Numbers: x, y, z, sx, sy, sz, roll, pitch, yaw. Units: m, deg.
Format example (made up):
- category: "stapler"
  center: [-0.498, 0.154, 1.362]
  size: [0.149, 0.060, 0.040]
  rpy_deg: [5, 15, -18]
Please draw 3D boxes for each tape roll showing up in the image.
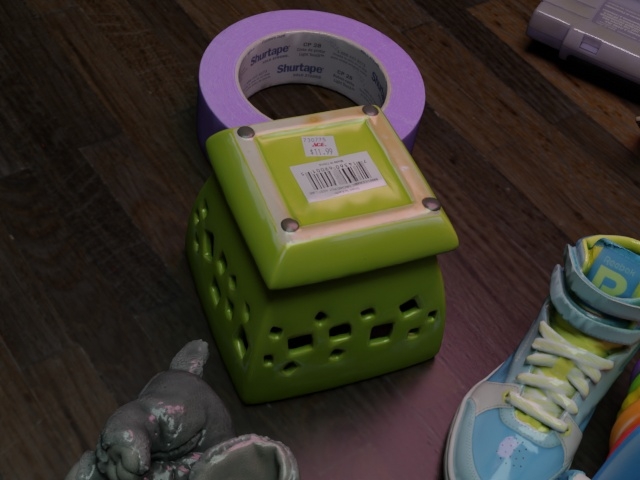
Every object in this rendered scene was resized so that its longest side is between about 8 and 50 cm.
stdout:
- category: "tape roll"
  center: [-0.014, -0.166, 1.212]
  size: [0.274, 0.090, 0.275]
  rpy_deg: [4, 50, -5]

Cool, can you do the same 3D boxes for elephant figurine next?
- category: "elephant figurine"
  center: [-0.086, 0.236, 0.838]
  size: [0.239, 0.186, 0.169]
  rpy_deg: [35, 9, 7]

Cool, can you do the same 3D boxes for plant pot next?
- category: "plant pot"
  center: [0.000, 0.000, 0.996]
  size: [0.228, 0.207, 0.227]
  rpy_deg: [-11, 52, -20]

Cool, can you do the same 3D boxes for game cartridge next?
- category: "game cartridge"
  center: [0.490, -0.280, 1.403]
  size: [0.355, 0.068, 0.230]
  rpy_deg: [28, 50, 14]

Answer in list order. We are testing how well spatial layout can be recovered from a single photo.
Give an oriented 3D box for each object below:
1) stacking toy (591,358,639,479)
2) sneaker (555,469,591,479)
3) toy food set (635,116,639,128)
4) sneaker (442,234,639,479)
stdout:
- category: "stacking toy"
  center: [0.361, 0.167, 0.973]
  size: [0.175, 0.166, 0.302]
  rpy_deg: [25, 35, 0]
- category: "sneaker"
  center: [0.222, 0.313, 0.839]
  size: [0.092, 0.087, 0.229]
  rpy_deg: [11, 65, -5]
- category: "toy food set"
  center: [0.501, -0.168, 1.242]
  size: [0.192, 0.132, 0.038]
  rpy_deg: [-2, 87, 21]
- category: "sneaker"
  center: [0.230, 0.112, 0.937]
  size: [0.127, 0.208, 0.319]
  rpy_deg: [30, 53, 15]
